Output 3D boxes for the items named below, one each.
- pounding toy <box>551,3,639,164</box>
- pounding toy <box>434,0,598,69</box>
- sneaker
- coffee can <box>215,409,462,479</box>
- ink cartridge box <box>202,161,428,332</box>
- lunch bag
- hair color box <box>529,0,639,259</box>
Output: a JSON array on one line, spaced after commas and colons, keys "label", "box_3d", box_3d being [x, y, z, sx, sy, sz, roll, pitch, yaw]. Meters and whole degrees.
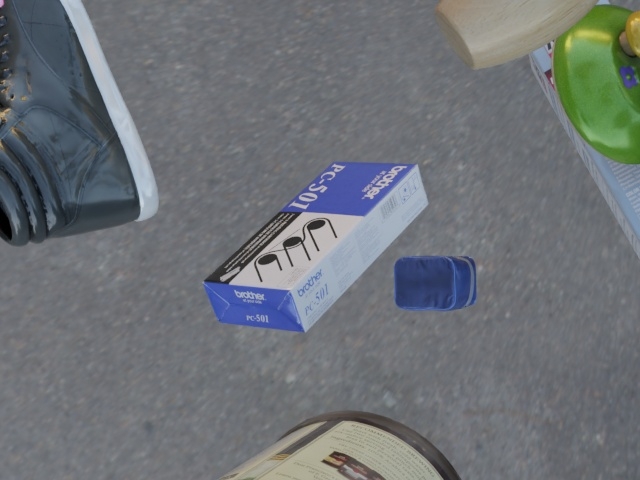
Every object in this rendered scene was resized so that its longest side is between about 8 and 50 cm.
[{"label": "pounding toy", "box_3d": [0.354, -0.207, 1.424, 0.110, 0.183, 0.236, -23, 54, 54]}, {"label": "pounding toy", "box_3d": [0.061, -0.205, 0.415, 0.154, 0.155, 0.269, -28, 102, -10]}, {"label": "sneaker", "box_3d": [-0.260, -0.129, 1.097, 0.295, 0.147, 0.104, 64, 153, 1]}, {"label": "coffee can", "box_3d": [-0.024, 0.256, 0.954, 0.202, 0.275, 0.201, 5, 101, 25]}, {"label": "ink cartridge box", "box_3d": [0.000, 0.000, 1.153, 0.097, 0.207, 0.046, 4, 124, 37]}, {"label": "lunch bag", "box_3d": [0.138, 0.051, 1.598, 0.098, 0.065, 0.067, 1, 90, 35]}, {"label": "hair color box", "box_3d": [0.381, -0.102, 1.592, 0.114, 0.185, 0.374, -29, 76, 8]}]
